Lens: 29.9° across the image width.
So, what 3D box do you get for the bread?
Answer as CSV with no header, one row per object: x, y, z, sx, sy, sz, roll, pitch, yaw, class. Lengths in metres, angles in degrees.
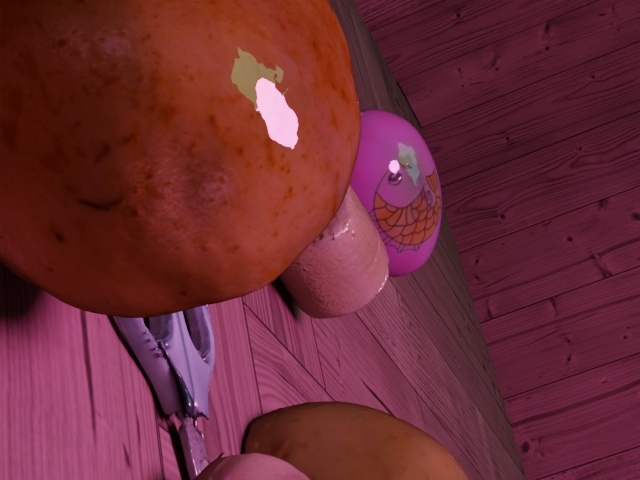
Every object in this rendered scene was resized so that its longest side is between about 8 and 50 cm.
0.000,0.000,1.452,0.141,0.134,0.148,59,2,-43,bread

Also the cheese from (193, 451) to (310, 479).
-0.052,0.291,0.842,0.163,0.082,0.286,48,35,-42,cheese

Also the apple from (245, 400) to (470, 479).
0.047,0.341,1.191,0.320,0.311,0.360,-63,156,-6,apple

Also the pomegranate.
-0.117,-0.096,0.782,0.307,0.307,0.307,-21,90,-78,pomegranate

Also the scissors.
-0.101,0.157,0.974,0.191,0.029,0.360,43,28,-68,scissors

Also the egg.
0.092,-0.073,1.850,0.196,0.196,0.271,-96,162,-51,egg
